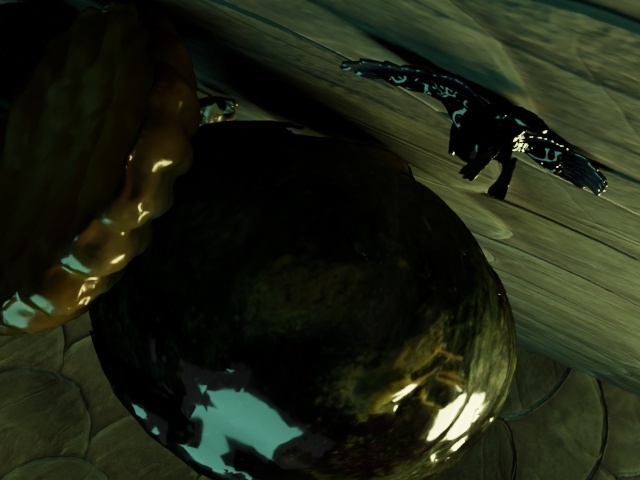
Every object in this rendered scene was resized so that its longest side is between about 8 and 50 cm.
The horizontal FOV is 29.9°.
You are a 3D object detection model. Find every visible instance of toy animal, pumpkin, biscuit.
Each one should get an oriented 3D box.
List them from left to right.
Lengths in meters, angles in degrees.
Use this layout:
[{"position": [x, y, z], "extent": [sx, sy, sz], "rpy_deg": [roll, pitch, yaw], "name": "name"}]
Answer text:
[{"position": [-0.365, -0.160, 1.360], "extent": [0.248, 0.248, 0.248], "rpy_deg": [26, 176, 2], "name": "pumpkin"}, {"position": [-0.218, -0.062, 1.081], "extent": [0.107, 0.326, 0.325], "rpy_deg": [28, 176, -34], "name": "biscuit"}, {"position": [-0.169, -0.116, 1.447], "extent": [0.093, 0.214, 0.186], "rpy_deg": [36, -157, -23], "name": "toy animal"}, {"position": [-0.016, 0.059, 1.219], "extent": [0.454, 0.344, 0.454], "rpy_deg": [28, -166, -7], "name": "pumpkin"}, {"position": [0.114, -0.073, 0.819], "extent": [0.220, 0.062, 0.108], "rpy_deg": [26, -165, -15], "name": "toy animal"}]
